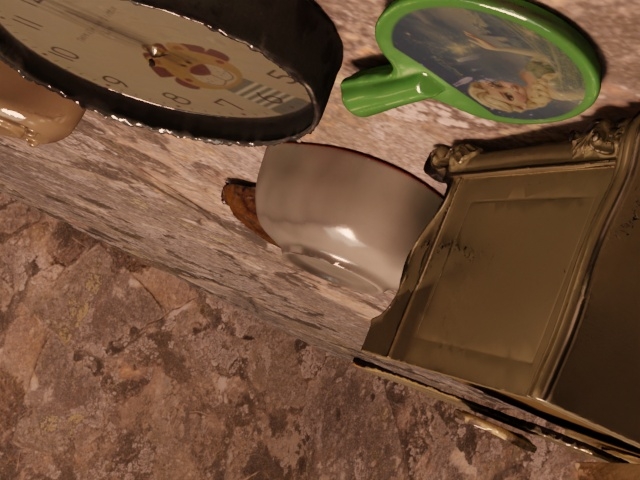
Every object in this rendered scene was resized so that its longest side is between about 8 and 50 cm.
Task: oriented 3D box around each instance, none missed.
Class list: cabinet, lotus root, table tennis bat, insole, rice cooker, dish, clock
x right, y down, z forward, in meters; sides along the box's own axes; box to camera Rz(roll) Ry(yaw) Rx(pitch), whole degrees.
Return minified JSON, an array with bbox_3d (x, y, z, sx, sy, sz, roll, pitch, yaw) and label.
[{"bbox_3d":[0.245,0.059,0.875,0.290,0.227,0.318,25,171,-20],"label":"cabinet"},{"bbox_3d":[-0.001,0.000,1.446,0.330,0.078,0.167,18,167,15],"label":"lotus root"},{"bbox_3d":[0.094,-0.126,0.760,0.160,0.039,0.257,30,164,-27],"label":"table tennis bat"},{"bbox_3d":[0.167,0.167,0.953,0.348,0.009,0.119,16,169,42],"label":"insole"},{"bbox_3d":[-0.351,-0.181,1.108,0.206,0.127,0.145,15,170,-12],"label":"rice cooker"},{"bbox_3d":[0.035,-0.013,1.205,0.256,0.117,0.256,22,169,5],"label":"dish"},{"bbox_3d":[0.167,0.179,0.969,0.081,0.011,0.248,23,174,13],"label":"insole"},{"bbox_3d":[-0.136,-0.162,0.850,0.313,0.061,0.312,13,167,3],"label":"clock"}]

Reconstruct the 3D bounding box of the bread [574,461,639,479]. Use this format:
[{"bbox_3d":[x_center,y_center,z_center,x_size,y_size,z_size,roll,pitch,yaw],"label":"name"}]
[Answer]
[{"bbox_3d":[0.236,0.226,0.775,0.077,0.105,0.152,29,164,-1],"label":"bread"}]
